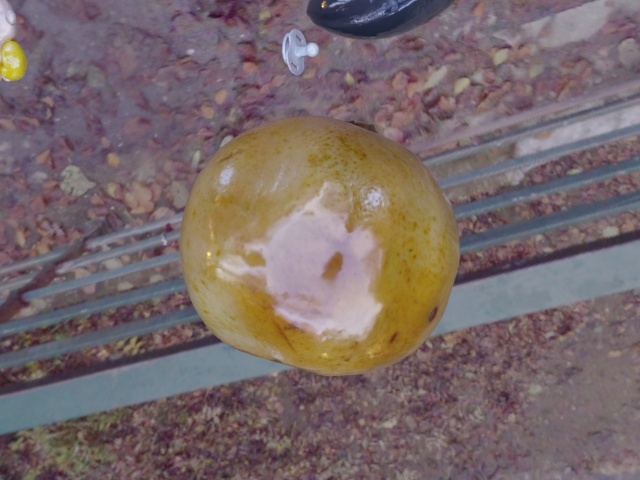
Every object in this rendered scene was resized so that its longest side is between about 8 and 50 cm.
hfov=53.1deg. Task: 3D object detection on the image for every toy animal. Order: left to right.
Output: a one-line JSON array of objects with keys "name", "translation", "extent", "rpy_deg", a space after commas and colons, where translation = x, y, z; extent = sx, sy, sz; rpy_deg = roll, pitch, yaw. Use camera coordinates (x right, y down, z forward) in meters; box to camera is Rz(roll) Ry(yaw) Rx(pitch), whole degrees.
[{"name": "toy animal", "translation": [-0.402, -0.234, 0.768], "extent": [0.091, 0.082, 0.114], "rpy_deg": [51, 140, 29]}]

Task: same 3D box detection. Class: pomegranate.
[{"name": "pomegranate", "translation": [0.000, 0.000, 0.942], "extent": [0.416, 0.417, 0.417], "rpy_deg": [1, 111, 4]}]

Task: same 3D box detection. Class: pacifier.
[{"name": "pacifier", "translation": [-0.041, -0.408, 1.375], "extent": [0.078, 0.081, 0.099], "rpy_deg": [3, 79, 28]}]

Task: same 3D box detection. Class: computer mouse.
[{"name": "computer mouse", "translation": [0.111, -0.294, 0.736], "extent": [0.269, 0.137, 0.086], "rpy_deg": [-20, 101, 30]}]
